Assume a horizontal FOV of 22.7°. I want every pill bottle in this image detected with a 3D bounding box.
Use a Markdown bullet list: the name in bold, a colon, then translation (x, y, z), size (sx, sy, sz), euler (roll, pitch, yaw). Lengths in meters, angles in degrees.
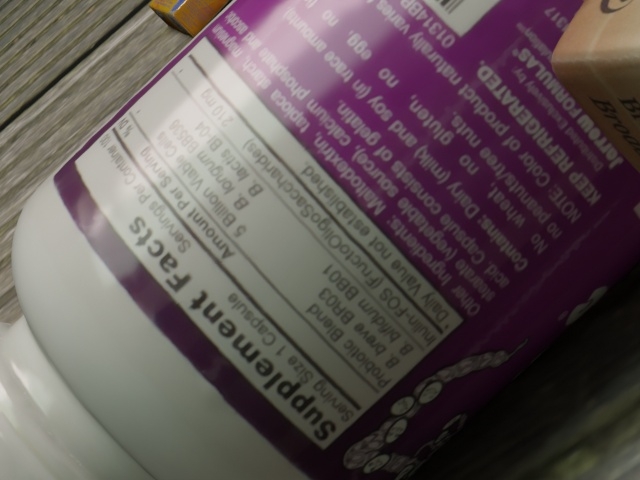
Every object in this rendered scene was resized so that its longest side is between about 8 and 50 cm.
- **pill bottle**: translation (0.000, 0.000, 0.570), size (0.301, 0.169, 0.169), euler (-44, 23, 4)

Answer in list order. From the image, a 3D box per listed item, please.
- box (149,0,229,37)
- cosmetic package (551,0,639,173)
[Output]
- **box**: translation (-0.068, -0.215, 1.213), size (0.136, 0.028, 0.081), euler (-49, 23, -3)
- **cosmetic package**: translation (0.207, -0.041, 0.316), size (0.129, 0.153, 0.296), euler (-54, 23, -16)
